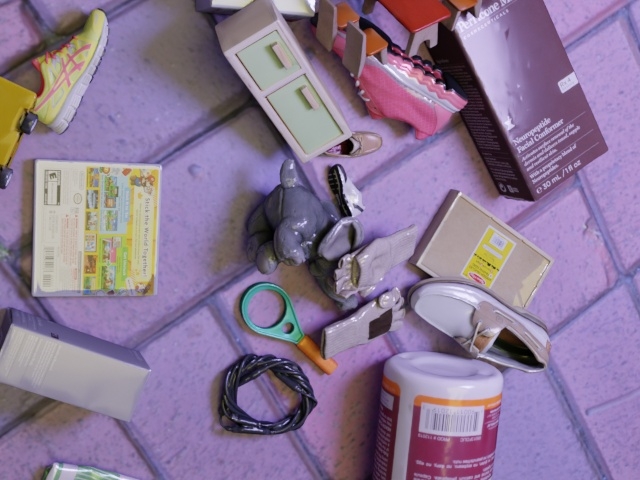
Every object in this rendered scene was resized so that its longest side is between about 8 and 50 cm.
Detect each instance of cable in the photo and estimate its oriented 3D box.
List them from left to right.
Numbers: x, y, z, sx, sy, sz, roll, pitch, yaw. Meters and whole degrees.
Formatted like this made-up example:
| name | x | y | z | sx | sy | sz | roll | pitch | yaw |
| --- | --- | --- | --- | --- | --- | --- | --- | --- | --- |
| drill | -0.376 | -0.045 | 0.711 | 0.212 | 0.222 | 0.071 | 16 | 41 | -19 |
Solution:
| name | x | y | z | sx | sy | sz | roll | pitch | yaw |
| --- | --- | --- | --- | --- | --- | --- | --- | --- | --- |
| cable | -0.093 | 0.283 | 1.650 | 0.184 | 0.047 | 0.151 | 8 | 91 | -19 |

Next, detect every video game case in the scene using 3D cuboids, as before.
| name | x | y | z | sx | sy | sz | roll | pitch | yaw |
| --- | --- | --- | --- | --- | --- | --- | --- | --- | --- |
| video game case | -0.371 | -0.019 | 1.503 | 0.206 | 0.026 | 0.227 | 1 | 97 | -20 |

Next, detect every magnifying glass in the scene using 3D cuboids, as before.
| name | x | y | z | sx | sy | sz | roll | pitch | yaw |
| --- | --- | --- | --- | --- | --- | --- | --- | --- | --- |
| magnifying glass | -0.054 | 0.165 | 1.651 | 0.092 | 0.026 | 0.231 | -48 | 112 | -7 |

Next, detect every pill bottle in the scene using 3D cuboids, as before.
| name | x | y | z | sx | sy | sz | roll | pitch | yaw |
| --- | --- | --- | --- | --- | --- | --- | --- | --- | --- |
| pill bottle | 0.210 | 0.422 | 1.684 | 0.224 | 0.224 | 0.392 | 3 | 98 | -21 |

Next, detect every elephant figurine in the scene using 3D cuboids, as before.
| name | x | y | z | sx | sy | sz | roll | pitch | yaw |
| --- | --- | --- | --- | --- | --- | --- | --- | --- | --- |
| elephant figurine | 0.000 | 0.000 | 1.594 | 0.239 | 0.186 | 0.169 | 14 | 50 | -32 |

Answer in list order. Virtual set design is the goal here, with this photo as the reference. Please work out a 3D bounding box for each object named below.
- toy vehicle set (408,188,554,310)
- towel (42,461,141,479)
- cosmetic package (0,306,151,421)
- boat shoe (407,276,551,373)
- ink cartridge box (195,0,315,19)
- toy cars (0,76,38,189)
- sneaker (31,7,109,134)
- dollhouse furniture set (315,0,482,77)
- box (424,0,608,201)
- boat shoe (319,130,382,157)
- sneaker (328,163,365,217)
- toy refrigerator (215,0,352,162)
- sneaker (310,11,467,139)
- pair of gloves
| name | x | y | z | sx | sy | sz | roll | pitch | yaw |
| --- | --- | --- | --- | --- | --- | --- | --- | --- | --- |
| toy vehicle set | 0.318 | 0.040 | 1.762 | 0.267 | 0.035 | 0.166 | 33 | 86 | -22 |
| towel | -0.365 | 0.536 | 1.589 | 0.325 | 0.038 | 0.248 | 24 | 89 | -22 |
| cosmetic package | -0.408 | 0.203 | 1.471 | 0.238 | 0.127 | 0.107 | 20 | 91 | -24 |
| boat shoe | 0.308 | 0.161 | 1.711 | 0.302 | 0.103 | 0.113 | 20 | 126 | -13 |
| ink cartridge box | -0.108 | -0.433 | 1.477 | 0.176 | 0.128 | 0.127 | 1 | 99 | -20 |
| toy cars | -0.532 | -0.257 | 1.374 | 0.176 | 0.087 | 0.394 | -16 | 100 | -5 |
| sneaker | -0.402 | -0.277 | 1.420 | 0.094 | 0.081 | 0.208 | 26 | 90 | -20 |
| dollhouse furniture set | 0.103 | -0.428 | 1.475 | 0.262 | 0.259 | 0.135 | -29 | 152 | -21 |
| box | 0.360 | -0.282 | 1.673 | 0.191 | 0.143 | 0.381 | -34 | 107 | -12 |
| boat shoe | 0.054 | -0.170 | 1.625 | 0.135 | 0.045 | 0.050 | -10 | 102 | -19 |
| sneaker | 0.048 | -0.091 | 1.644 | 0.043 | 0.040 | 0.109 | -31 | 112 | -30 |
| toy refrigerator | -0.055 | -0.255 | 1.477 | 0.102 | 0.094 | 0.269 | -28 | 134 | 9 |
| sneaker | 0.101 | -0.283 | 1.591 | 0.314 | 0.116 | 0.136 | 30 | 117 | -12 |
| pair of gloves | 0.094 | 0.096 | 1.625 | 0.204 | 0.042 | 0.240 | -19 | 131 | -41 |
